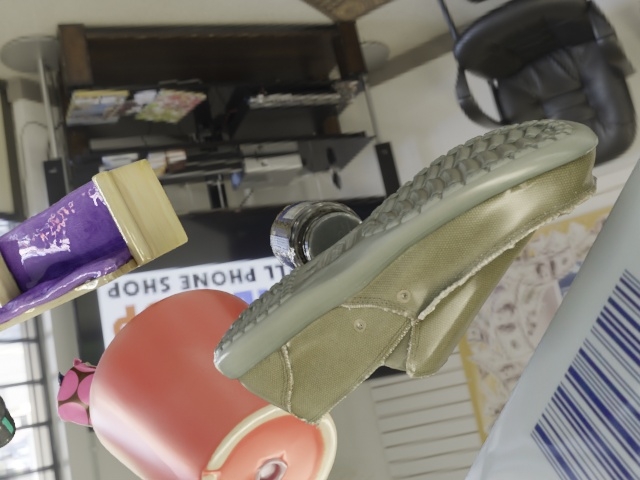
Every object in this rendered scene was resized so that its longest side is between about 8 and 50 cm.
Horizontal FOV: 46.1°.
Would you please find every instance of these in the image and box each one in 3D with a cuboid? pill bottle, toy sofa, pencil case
[{"bbox_3d":[0.000,0.000,1.154,0.123,0.122,0.219,-9,-174,-14],"label":"pill bottle"},{"bbox_3d":[-0.408,0.016,1.192,0.363,0.150,0.177,-22,-174,33],"label":"toy sofa"},{"bbox_3d":[-0.306,0.252,1.184,0.209,0.098,0.095,11,155,4],"label":"pencil case"}]

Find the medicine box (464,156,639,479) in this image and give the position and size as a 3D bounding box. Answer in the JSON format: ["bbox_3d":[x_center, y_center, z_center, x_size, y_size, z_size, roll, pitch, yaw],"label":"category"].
[{"bbox_3d":[0.269,0.103,0.398,0.289,0.149,0.263,10,115,-21],"label":"medicine box"}]

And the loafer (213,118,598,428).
[{"bbox_3d":[0.054,0.023,0.433,0.251,0.087,0.094,-35,-170,21],"label":"loafer"}]

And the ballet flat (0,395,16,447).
[{"bbox_3d":[-0.402,0.194,0.809,0.203,0.074,0.074,-4,173,30],"label":"ballet flat"}]

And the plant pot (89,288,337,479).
[{"bbox_3d":[-0.125,0.233,0.972,0.275,0.274,0.243,-2,-158,-38],"label":"plant pot"}]
